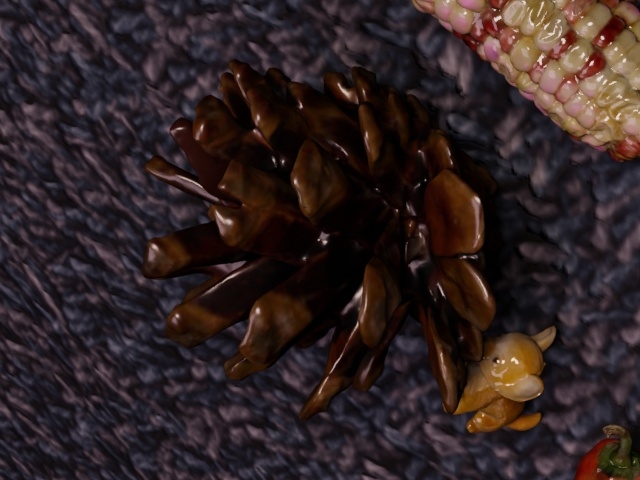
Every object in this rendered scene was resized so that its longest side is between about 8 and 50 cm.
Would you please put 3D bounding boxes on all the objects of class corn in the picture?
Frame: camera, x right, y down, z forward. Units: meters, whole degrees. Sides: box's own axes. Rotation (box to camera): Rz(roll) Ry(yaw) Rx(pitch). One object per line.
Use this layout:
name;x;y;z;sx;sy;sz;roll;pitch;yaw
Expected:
corn;0.082;-0.142;1.018;0.280;0.092;0.092;46;142;7

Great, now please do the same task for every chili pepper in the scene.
chili pepper;0.173;0.162;1.171;0.059;0.050;0.191;32;149;24

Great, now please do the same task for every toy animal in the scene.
toy animal;0.115;0.084;1.174;0.081;0.060;0.083;38;143;-16

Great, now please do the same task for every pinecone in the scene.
pinecone;-0.003;0.000;1.132;0.229;0.201;0.202;-146;66;-70
